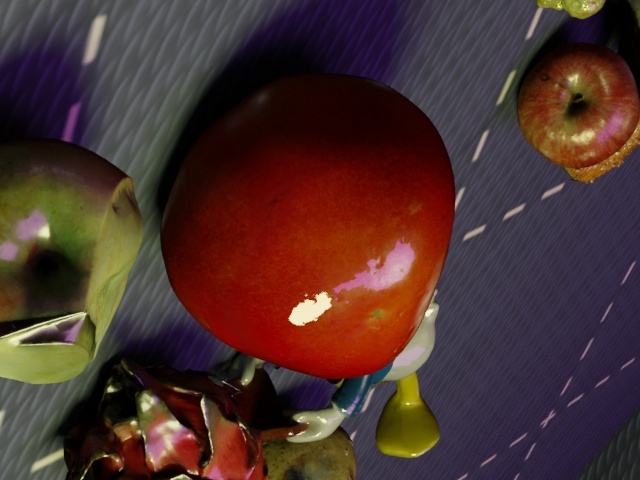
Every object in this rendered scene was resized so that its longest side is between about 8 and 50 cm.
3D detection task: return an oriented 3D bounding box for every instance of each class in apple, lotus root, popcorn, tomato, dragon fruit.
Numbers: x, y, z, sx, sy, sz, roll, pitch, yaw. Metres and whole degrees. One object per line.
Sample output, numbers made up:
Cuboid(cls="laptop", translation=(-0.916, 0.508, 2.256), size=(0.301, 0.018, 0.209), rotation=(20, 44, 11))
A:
Cuboid(cls="apple", translation=(0.302, -0.157, 1.976), size=(0.146, 0.146, 0.131), rotation=(-51, 166, 4))
Cuboid(cls="lotus root", translation=(-0.066, 0.291, 1.991), size=(0.278, 0.154, 0.154), rotation=(-21, 143, -43))
Cuboid(cls="popcorn", translation=(0.280, -0.276, 1.857), size=(0.083, 0.068, 0.059), rotation=(-5, 130, -14))
Cuboid(cls="tomato", translation=(0.000, 0.000, 1.536), size=(0.299, 0.226, 0.298), rotation=(-20, 140, -18))
Cuboid(cls="apple", translation=(-0.228, 0.020, 1.289), size=(0.207, 0.174, 0.188), rotation=(-51, -177, -11))
Cuboid(cls="dragon fruit", translation=(-0.155, 0.218, 1.693), size=(0.193, 0.192, 0.274), rotation=(-79, 151, -60))

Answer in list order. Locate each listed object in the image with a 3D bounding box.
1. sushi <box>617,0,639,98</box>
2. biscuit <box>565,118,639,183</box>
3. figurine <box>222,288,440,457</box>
Cuboid(cls="sushi", translation=(0.523, -0.285, 2.061), size=(0.348, 0.234, 0.207), rotation=(-37, 154, -15))
Cuboid(cls="biscuit", translation=(0.416, -0.180, 2.261), size=(0.254, 0.035, 0.254), rotation=(-38, 153, -24))
Cuboid(cls="figurine", translation=(0.003, 0.103, 1.876), size=(0.283, 0.204, 0.338), rotation=(-30, 138, -23))
